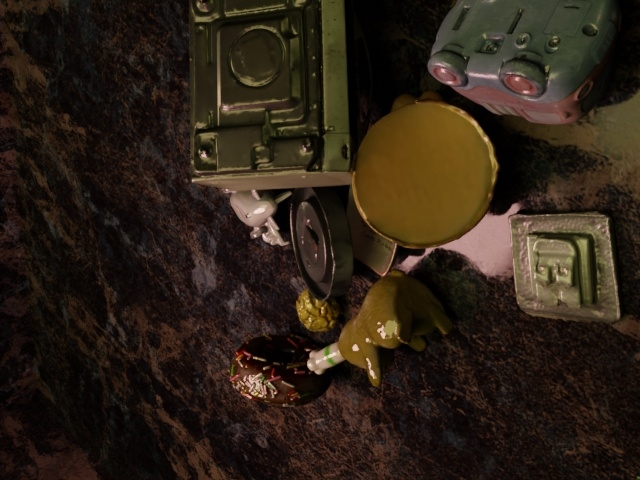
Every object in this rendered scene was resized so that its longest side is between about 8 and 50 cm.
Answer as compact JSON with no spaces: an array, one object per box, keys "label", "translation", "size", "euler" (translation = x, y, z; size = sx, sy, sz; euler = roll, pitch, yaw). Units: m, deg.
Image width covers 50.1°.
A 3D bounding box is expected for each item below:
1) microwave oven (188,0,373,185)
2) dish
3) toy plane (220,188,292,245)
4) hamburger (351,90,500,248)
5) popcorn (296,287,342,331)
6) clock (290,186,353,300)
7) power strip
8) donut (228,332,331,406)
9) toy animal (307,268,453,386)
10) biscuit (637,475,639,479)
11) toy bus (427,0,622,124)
[{"label":"microwave oven","translation":[-0.080,-0.306,1.331],"size":[0.333,0.247,0.394],"euler":[-2,88,14]},{"label":"dish","translation":[0.126,-0.048,1.489],"size":[0.151,0.077,0.212],"euler":[32,127,34]},{"label":"toy plane","translation":[-0.155,-0.091,1.685],"size":[0.252,0.118,0.252],"euler":[50,164,20]},{"label":"hamburger","translation":[0.188,-0.135,1.282],"size":[0.261,0.186,0.302],"euler":[-16,91,9]},{"label":"popcorn","translation":[-0.005,0.166,1.695],"size":[0.116,0.121,0.106],"euler":[-62,20,13]},{"label":"clock","translation":[0.000,0.000,1.565],"size":[0.281,0.056,0.280],"euler":[170,90,-71]},{"label":"power strip","translation":[0.431,0.054,1.243],"size":[0.198,0.065,0.213],"euler":[-1,105,42]},{"label":"donut","translation":[-0.099,0.320,1.736],"size":[0.270,0.270,0.103],"euler":[23,111,36]},{"label":"toy animal","translation":[0.129,0.223,1.529],"size":[0.180,0.181,0.363],"euler":[54,138,20]},{"label":"biscuit","translation":[0.606,0.408,1.253],"size":[0.046,0.016,0.089],"euler":[13,115,41]},{"label":"toy bus","translation":[0.334,-0.290,1.092],"size":[0.294,0.232,0.197],"euler":[21,80,43]}]
